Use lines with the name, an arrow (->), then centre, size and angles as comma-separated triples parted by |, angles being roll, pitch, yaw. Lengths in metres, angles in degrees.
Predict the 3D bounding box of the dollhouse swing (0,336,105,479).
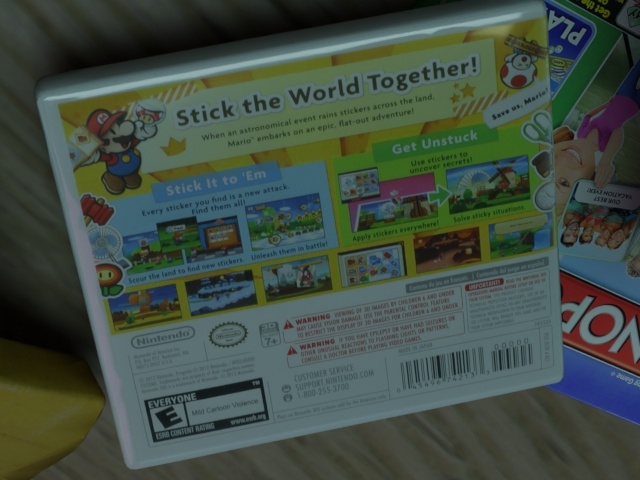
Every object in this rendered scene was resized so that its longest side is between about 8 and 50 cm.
dollhouse swing -> -0.319, 0.038, 0.608 | 0.347, 0.305, 0.315 | -34, 87, 9

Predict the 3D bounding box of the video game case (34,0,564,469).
video game case -> 0.000, 0.000, 0.665 | 0.227, 0.026, 0.206 | -11, 120, -5

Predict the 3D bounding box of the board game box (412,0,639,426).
board game box -> 0.163, -0.018, 0.736 | 0.317, 0.046, 0.213 | 23, 110, -24
